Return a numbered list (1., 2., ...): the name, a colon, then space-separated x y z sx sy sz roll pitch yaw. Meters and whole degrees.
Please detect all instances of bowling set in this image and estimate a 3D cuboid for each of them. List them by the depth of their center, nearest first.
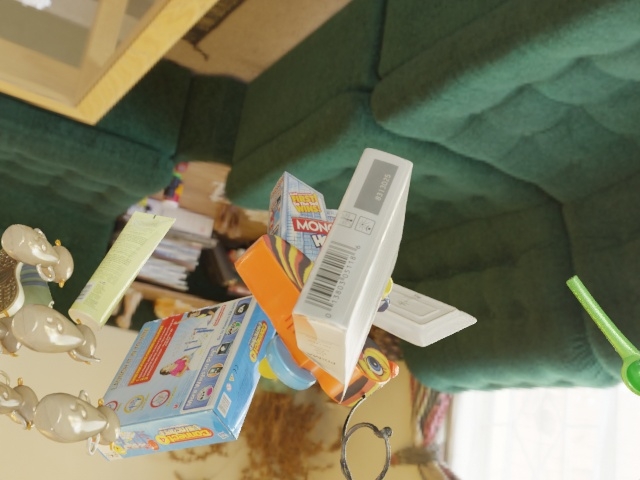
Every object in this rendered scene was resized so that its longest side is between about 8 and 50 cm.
1. bowling set: -0.378 0.139 0.923 0.200 0.287 0.154 -19 159 5

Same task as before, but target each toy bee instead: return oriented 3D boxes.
1. toy bee: 0.012 0.135 0.893 0.195 0.298 0.162 -20 162 29

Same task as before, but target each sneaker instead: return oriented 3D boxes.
1. sneaker: -0.423 0.073 1.089 0.064 0.192 0.086 -29 124 2

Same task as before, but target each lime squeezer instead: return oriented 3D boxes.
1. lime squeezer: 0.416 0.156 0.925 0.310 0.110 0.059 32 147 -21

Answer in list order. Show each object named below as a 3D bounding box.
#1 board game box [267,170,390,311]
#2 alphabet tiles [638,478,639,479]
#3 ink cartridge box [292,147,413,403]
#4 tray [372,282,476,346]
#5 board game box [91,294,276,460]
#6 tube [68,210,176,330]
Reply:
1. board game box: 0.000 0.000 1.073 0.194 0.194 0.060 6 145 -29
2. alphabet tiles: 0.362 0.402 0.895 0.021 0.284 0.278 44 155 -6
3. ink cartridge box: 0.026 0.034 0.601 0.045 0.145 0.179 20 154 8
4. tray: 0.168 0.135 1.521 0.145 0.030 0.270 -18 -158 -30
5. board game box: -0.263 0.263 1.479 0.302 0.308 0.086 -16 121 26
6. tube: -0.342 0.044 1.312 0.070 0.240 0.062 33 146 -11
